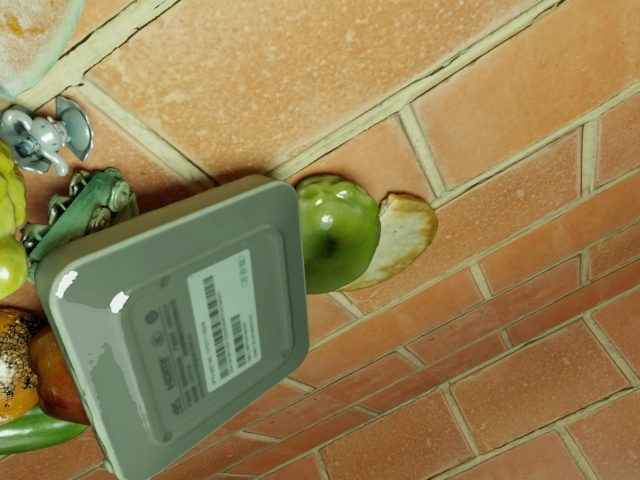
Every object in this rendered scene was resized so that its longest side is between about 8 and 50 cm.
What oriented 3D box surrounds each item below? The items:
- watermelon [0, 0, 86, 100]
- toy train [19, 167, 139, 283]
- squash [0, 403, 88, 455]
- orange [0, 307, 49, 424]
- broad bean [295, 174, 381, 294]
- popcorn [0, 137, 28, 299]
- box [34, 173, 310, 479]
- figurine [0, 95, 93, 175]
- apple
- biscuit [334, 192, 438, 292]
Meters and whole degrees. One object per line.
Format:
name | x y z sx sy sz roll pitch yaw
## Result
watermelon | -0.296 -0.290 0.357 0.175 0.188 0.321 -54 167 -50
toy train | -0.318 -0.007 0.659 0.081 0.193 0.125 14 141 4
squash | -0.703 0.417 1.073 0.395 0.107 0.107 8 134 -36
orange | -0.570 0.222 0.836 0.235 0.182 0.234 -25 157 -12
broad bean | 0.000 -0.001 0.905 0.238 0.119 0.291 -10 142 -14
popcorn | -0.420 -0.025 0.502 0.250 0.241 0.235 -13 165 6
box | -0.170 0.121 0.710 0.373 0.091 0.366 -30 127 -38
figurine | -0.331 -0.122 0.587 0.082 0.094 0.086 -5 -163 41
apple | -0.348 0.201 0.804 0.234 0.233 0.234 -15 145 -11
biscuit | 0.148 0.011 1.077 0.205 0.040 0.309 3 138 -32
